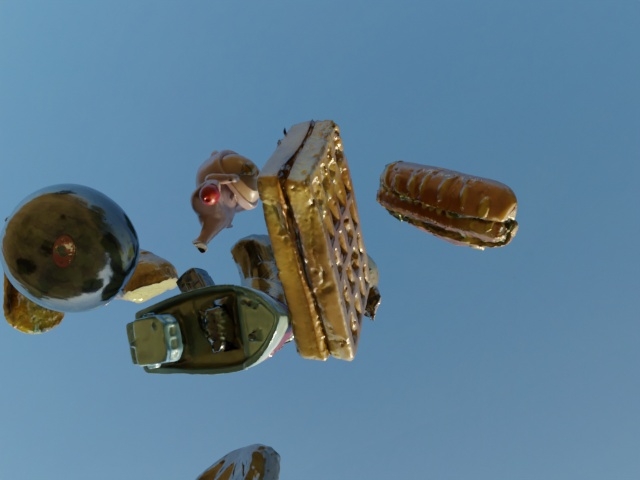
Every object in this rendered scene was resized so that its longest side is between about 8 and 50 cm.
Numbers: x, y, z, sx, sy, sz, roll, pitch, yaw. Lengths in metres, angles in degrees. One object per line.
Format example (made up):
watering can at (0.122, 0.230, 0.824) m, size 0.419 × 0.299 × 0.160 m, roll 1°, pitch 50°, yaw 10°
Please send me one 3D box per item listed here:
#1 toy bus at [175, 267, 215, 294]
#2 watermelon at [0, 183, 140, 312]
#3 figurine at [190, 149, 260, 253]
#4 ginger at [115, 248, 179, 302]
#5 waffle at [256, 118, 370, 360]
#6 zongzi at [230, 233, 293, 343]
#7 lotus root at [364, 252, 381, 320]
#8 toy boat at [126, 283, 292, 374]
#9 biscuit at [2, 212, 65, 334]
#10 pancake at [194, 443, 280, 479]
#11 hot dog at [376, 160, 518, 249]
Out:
toy bus at (-0.215, 0.123, 1.173) m, size 0.065 × 0.047 × 0.166 m, roll -47°, pitch -125°, yaw 17°
watermelon at (-0.401, 0.010, 1.002) m, size 0.212 × 0.212 × 0.212 m, roll -1°, pitch -94°, yaw 17°
figurine at (-0.210, -0.104, 1.417) m, size 0.186 × 0.287 × 0.176 m, roll -20°, pitch -69°, yaw 21°
ginger at (-0.456, 0.072, 1.441) m, size 0.354 × 0.126 × 0.189 m, roll 9°, pitch -82°, yaw 36°
waffle at (0.000, 0.000, 0.959) m, size 0.098 × 0.224 × 0.327 m, roll -3°, pitch -59°, yaw 14°
zongzi at (-0.139, 0.104, 1.458) m, size 0.134 × 0.288 × 0.286 m, roll -30°, pitch -103°, yaw 7°
lotus root at (0.037, 0.068, 1.379) m, size 0.257 × 0.140 × 0.154 m, roll 38°, pitch -50°, yaw 6°
toy boat at (-0.186, 0.148, 1.014) m, size 0.332 × 0.133 × 0.145 m, roll -13°, pitch -97°, yaw 30°
biscuit at (-0.543, 0.054, 1.187) m, size 0.029 × 0.118 × 0.247 m, roll -10°, pitch -102°, yaw 37°
pancake at (-0.162, 0.409, 0.880) m, size 0.294 × 0.294 × 0.049 m, roll -44°, pitch -79°, yaw 10°
hot dog at (0.184, -0.054, 0.953) m, size 0.072 × 0.115 × 0.269 m, roll -37°, pitch -148°, yaw -25°
